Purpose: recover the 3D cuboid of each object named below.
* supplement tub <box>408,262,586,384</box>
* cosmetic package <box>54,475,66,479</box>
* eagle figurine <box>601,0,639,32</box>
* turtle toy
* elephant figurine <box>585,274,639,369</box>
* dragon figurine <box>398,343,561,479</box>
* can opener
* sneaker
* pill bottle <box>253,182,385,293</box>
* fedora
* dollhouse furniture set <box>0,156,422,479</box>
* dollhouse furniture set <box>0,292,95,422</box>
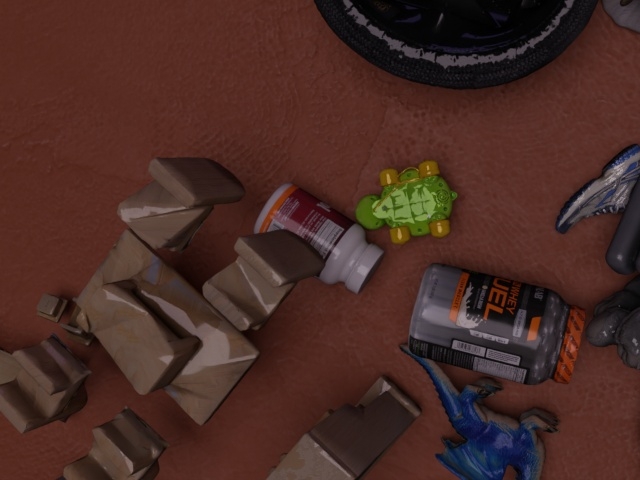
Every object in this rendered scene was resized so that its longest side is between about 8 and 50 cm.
[{"bbox_3d":[0.207,0.101,1.119,0.191,0.117,0.116,13,96,12],"label":"supplement tub"},{"bbox_3d":[-0.312,0.441,1.276,0.127,0.107,0.237,10,93,13],"label":"cosmetic package"},{"bbox_3d":[0.468,-0.326,1.020,0.298,0.225,0.226,-18,133,-14],"label":"eagle figurine"},{"bbox_3d":[0.104,-0.044,1.162,0.130,0.066,0.095,-10,89,15],"label":"turtle toy"},{"bbox_3d":[0.423,0.153,1.065,0.169,0.186,0.239,-35,95,-20],"label":"elephant figurine"},{"bbox_3d":[0.192,0.246,1.146,0.289,0.085,0.144,29,99,10],"label":"dragon figurine"},{"bbox_3d":[0.391,-0.092,1.054,0.074,0.093,0.280,17,82,47],"label":"can opener"},{"bbox_3d":[0.336,-0.049,1.113,0.135,0.052,0.058,-43,87,13],"label":"sneaker"},{"bbox_3d":[0.000,0.000,1.181,0.152,0.086,0.086,33,100,10],"label":"pill bottle"},{"bbox_3d":[0.155,-0.323,1.090,0.334,0.152,0.333,1,94,11],"label":"fedora"},{"bbox_3d":[-0.106,0.156,1.130,0.394,0.256,0.362,42,107,13],"label":"dollhouse furniture set"},{"bbox_3d":[-0.404,0.138,1.305,0.182,0.101,0.160,20,73,13],"label":"dollhouse furniture set"}]
